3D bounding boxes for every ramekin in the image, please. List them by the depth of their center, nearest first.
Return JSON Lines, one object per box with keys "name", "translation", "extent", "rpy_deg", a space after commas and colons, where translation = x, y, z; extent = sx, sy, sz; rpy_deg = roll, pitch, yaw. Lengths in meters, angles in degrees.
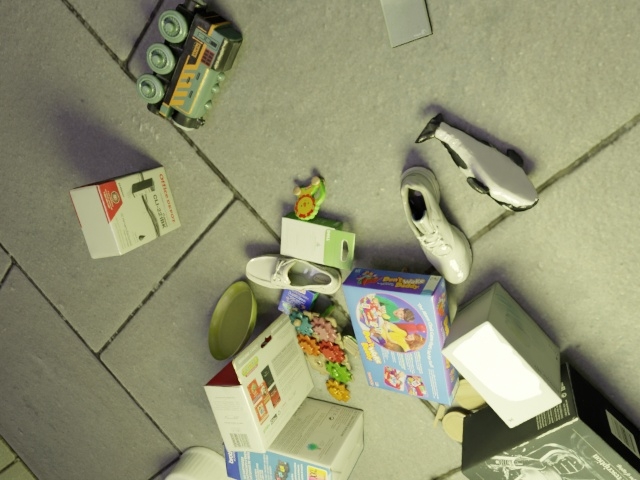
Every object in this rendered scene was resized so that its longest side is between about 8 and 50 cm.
{"name": "ramekin", "translation": [-0.439, 0.911, 1.847], "extent": [0.277, 0.135, 0.277], "rpy_deg": [9, 113, 22]}

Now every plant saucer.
{"name": "plant saucer", "translation": [-0.254, 0.240, 1.494], "extent": [0.037, 0.240, 0.241], "rpy_deg": [24, 128, -34]}

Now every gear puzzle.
{"name": "gear puzzle", "translation": [0.005, 0.343, 1.444], "extent": [0.176, 0.044, 0.338], "rpy_deg": [8, 127, 38]}

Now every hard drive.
{"name": "hard drive", "translation": [0.182, -0.500, 1.098], "extent": [0.094, 0.022, 0.135], "rpy_deg": [-10, 104, 28]}

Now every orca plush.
{"name": "orca plush", "translation": [0.334, -0.148, 1.115], "extent": [0.287, 0.151, 0.102], "rpy_deg": [30, 150, 9]}

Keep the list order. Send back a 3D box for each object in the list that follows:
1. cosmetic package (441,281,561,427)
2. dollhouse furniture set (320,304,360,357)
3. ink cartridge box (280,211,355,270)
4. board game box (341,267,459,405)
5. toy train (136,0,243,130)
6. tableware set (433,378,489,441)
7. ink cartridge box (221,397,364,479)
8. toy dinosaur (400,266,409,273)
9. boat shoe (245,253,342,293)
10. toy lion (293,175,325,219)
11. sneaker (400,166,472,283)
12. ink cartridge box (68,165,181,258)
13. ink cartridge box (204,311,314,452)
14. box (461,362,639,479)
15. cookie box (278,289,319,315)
{"name": "cosmetic package", "translation": [0.416, 0.249, 1.149], "extent": [0.224, 0.225, 0.138], "rpy_deg": [47, 121, 2]}
{"name": "dollhouse furniture set", "translation": [0.066, 0.252, 1.401], "extent": [0.152, 0.058, 0.076], "rpy_deg": [37, 149, 14]}
{"name": "ink cartridge box", "translation": [0.000, 0.000, 1.346], "extent": [0.209, 0.062, 0.108], "rpy_deg": [13, 113, 20]}
{"name": "board game box", "translation": [0.206, 0.240, 1.267], "extent": [0.234, 0.078, 0.346], "rpy_deg": [5, 124, 32]}
{"name": "toy train", "translation": [-0.339, -0.445, 1.305], "extent": [0.190, 0.142, 0.333], "rpy_deg": [34, 120, 0]}
{"name": "tableware set", "translation": [0.385, 0.445, 1.344], "extent": [0.128, 0.039, 0.194], "rpy_deg": [23, 115, 25]}
{"name": "ink cartridge box", "translation": [-0.098, 0.587, 1.488], "extent": [0.396, 0.270, 0.151], "rpy_deg": [7, 108, 23]}
{"name": "toy dinosaur", "translation": [0.151, 0.148, 1.330], "extent": [0.112, 0.064, 0.211], "rpy_deg": [38, 120, 7]}
{"name": "boat shoe", "translation": [-0.083, 0.084, 1.374], "extent": [0.277, 0.096, 0.098], "rpy_deg": [6, 81, 14]}
{"name": "toy lion", "translation": [-0.028, -0.105, 1.312], "extent": [0.100, 0.034, 0.096], "rpy_deg": [-26, 65, 30]}
{"name": "sneaker", "translation": [0.256, -0.023, 1.179], "extent": [0.111, 0.129, 0.297], "rpy_deg": [-27, 97, 28]}
{"name": "ink cartridge box", "translation": [-0.546, -0.088, 1.450], "extent": [0.114, 0.273, 0.196], "rpy_deg": [-6, 106, 23]}
{"name": "ink cartridge box", "translation": [-0.169, 0.380, 1.423], "extent": [0.130, 0.309, 0.271], "rpy_deg": [-9, 104, 28]}
{"name": "box", "translation": [0.562, 0.515, 1.173], "extent": [0.343, 0.179, 0.312], "rpy_deg": [42, 122, -7]}
{"name": "cookie box", "translation": [-0.062, 0.169, 1.449], "extent": [0.092, 0.040, 0.107], "rpy_deg": [28, 118, 15]}
